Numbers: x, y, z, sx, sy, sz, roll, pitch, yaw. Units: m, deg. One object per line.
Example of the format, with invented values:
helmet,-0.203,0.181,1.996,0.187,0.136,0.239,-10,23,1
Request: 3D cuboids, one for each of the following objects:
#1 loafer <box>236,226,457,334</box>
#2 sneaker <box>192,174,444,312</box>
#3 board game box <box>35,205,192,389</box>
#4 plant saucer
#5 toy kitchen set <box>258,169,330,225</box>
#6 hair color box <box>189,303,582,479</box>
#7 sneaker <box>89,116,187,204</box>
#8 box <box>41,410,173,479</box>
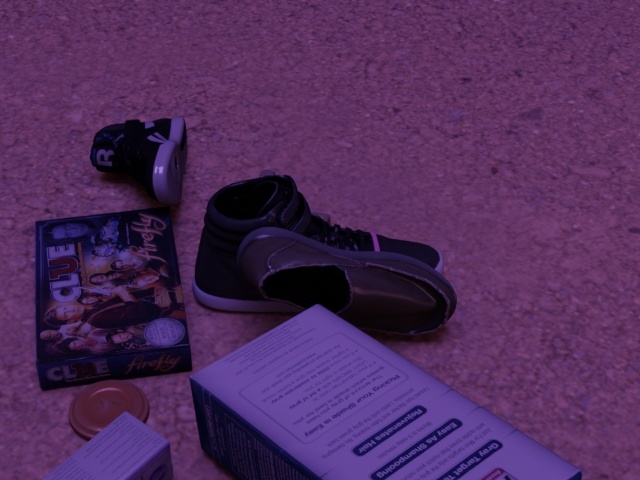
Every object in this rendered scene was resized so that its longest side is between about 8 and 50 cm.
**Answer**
loafer,0.030,0.060,1.273,0.251,0.094,0.087,13,27,-13
sneaker,0.000,0.000,1.339,0.296,0.147,0.104,-2,39,-5
board game box,-0.241,0.059,1.346,0.165,0.042,0.243,-7,41,-9
plant saucer,-0.222,0.176,1.231,0.084,0.013,0.083,1,41,-1
toy kitchen set,-0.039,-0.031,1.429,0.083,0.075,0.068,9,42,16
hair color box,0.051,0.204,1.097,0.174,0.105,0.347,-28,40,-31
sneaker,-0.236,-0.096,1.492,0.121,0.079,0.217,-4,22,1
box,-0.268,0.283,1.067,0.067,0.063,0.324,28,47,26
